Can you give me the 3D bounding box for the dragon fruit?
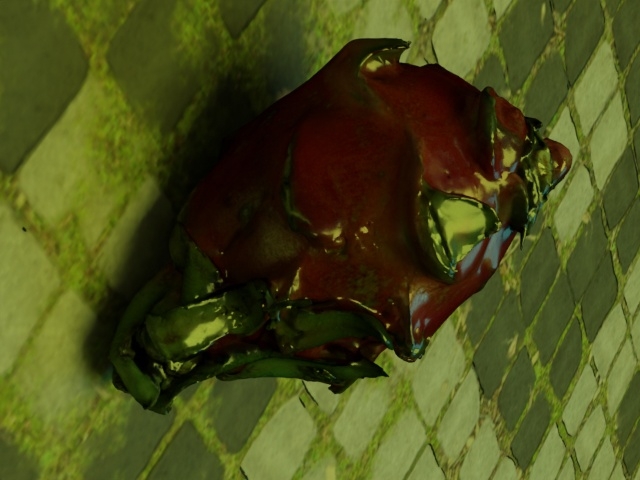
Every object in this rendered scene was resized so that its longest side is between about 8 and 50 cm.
[{"bbox_3d":[0.012,0.007,0.819,0.269,0.200,0.198,-52,133,-30],"label":"dragon fruit"}]
